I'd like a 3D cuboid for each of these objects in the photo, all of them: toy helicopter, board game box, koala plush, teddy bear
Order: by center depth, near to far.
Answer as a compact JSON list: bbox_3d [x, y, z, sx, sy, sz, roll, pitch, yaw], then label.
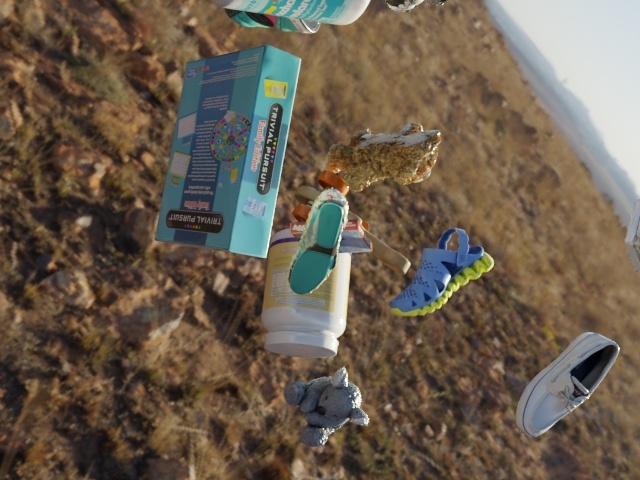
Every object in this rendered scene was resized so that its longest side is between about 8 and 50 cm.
[{"bbox_3d":[-0.166,-0.150,1.284,0.079,0.254,0.335,12,87,-40],"label":"board game box"},{"bbox_3d":[0.031,-0.005,1.687,0.281,0.145,0.027,46,41,-76],"label":"board game box"},{"bbox_3d":[0.154,-0.202,1.823,0.245,0.338,0.113,-46,125,-45],"label":"teddy bear"},{"bbox_3d":[0.079,-0.022,1.941,0.355,0.140,0.235,36,-12,-7],"label":"toy helicopter"},{"bbox_3d":[0.043,0.453,2.100,0.203,0.221,0.196,-18,78,-31],"label":"koala plush"}]

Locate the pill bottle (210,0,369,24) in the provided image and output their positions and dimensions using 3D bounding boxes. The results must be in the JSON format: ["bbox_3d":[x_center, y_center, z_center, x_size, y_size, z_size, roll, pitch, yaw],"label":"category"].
[{"bbox_3d":[-0.066,-0.380,1.004,0.264,0.146,0.146,-1,49,-27],"label":"pill bottle"}]

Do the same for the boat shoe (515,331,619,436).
[{"bbox_3d":[0.517,0.304,1.541,0.096,0.267,0.088,50,-10,-12],"label":"boat shoe"}]

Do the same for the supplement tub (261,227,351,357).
[{"bbox_3d":[-0.041,0.152,2.113,0.241,0.241,0.331,28,60,-47],"label":"supplement tub"}]

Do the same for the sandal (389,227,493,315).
[{"bbox_3d":[0.282,0.076,1.829,0.317,0.126,0.138,-35,106,-30],"label":"sandal"}]

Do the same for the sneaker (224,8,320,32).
[{"bbox_3d":[-0.131,-0.512,1.441,0.295,0.179,0.123,48,55,-55],"label":"sneaker"}]

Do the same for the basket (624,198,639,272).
[{"bbox_3d":[0.727,-0.002,1.591,0.167,0.103,0.113,41,65,-52],"label":"basket"}]

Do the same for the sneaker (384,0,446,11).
[{"bbox_3d":[0.118,-0.373,1.008,0.106,0.078,0.234,40,3,-19],"label":"sneaker"}]

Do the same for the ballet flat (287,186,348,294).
[{"bbox_3d":[0.000,0.000,1.460,0.091,0.240,0.077,19,32,-9],"label":"ballet flat"}]
